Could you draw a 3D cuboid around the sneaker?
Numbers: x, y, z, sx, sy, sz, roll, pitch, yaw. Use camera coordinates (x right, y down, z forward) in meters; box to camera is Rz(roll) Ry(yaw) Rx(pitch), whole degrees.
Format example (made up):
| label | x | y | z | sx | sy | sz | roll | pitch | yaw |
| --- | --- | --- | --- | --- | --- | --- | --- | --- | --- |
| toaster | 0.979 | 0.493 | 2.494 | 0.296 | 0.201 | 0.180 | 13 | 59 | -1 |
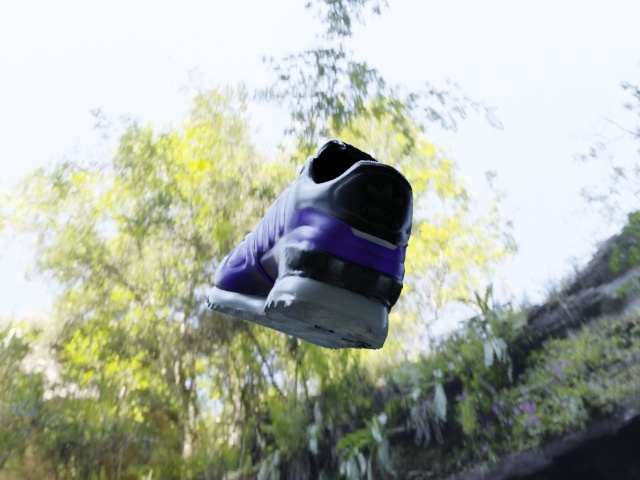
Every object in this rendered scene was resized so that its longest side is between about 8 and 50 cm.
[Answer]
| label | x | y | z | sx | sy | sz | roll | pitch | yaw |
| --- | --- | --- | --- | --- | --- | --- | --- | --- | --- |
| sneaker | 0.001 | 0.000 | 0.827 | 0.102 | 0.293 | 0.146 | 20 | -99 | -17 |
